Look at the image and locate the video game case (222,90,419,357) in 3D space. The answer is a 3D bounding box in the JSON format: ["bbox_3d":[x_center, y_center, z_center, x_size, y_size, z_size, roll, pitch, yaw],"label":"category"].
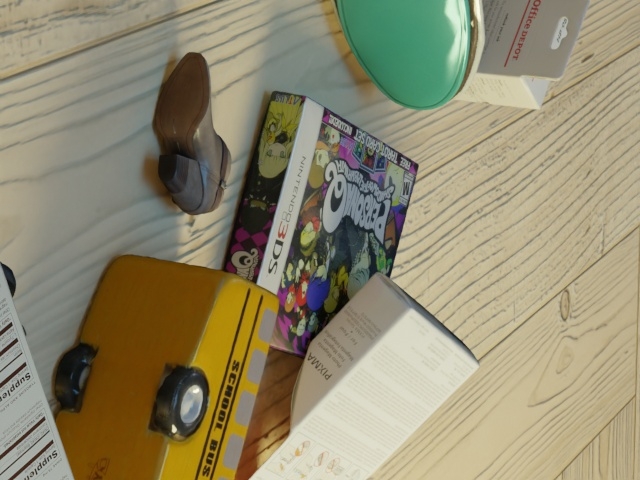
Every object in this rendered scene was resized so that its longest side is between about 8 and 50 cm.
[{"bbox_3d":[0.000,0.000,1.525,0.232,0.042,0.210,26,78,-59],"label":"video game case"}]

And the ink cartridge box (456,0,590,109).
[{"bbox_3d":[0.165,-0.184,1.616,0.060,0.180,0.104,51,55,-53],"label":"ink cartridge box"}]

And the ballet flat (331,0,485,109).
[{"bbox_3d":[0.056,-0.284,1.469,0.139,0.139,0.400,-62,144,-28],"label":"ballet flat"}]

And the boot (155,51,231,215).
[{"bbox_3d":[-0.094,-0.079,1.349,0.087,0.042,0.118,26,77,-66],"label":"boot"}]

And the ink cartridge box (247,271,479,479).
[{"bbox_3d":[0.023,0.153,1.565,0.232,0.066,0.189,-43,149,4],"label":"ink cartridge box"}]

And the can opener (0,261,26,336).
[{"bbox_3d":[-0.255,0.008,1.077,0.186,0.073,0.059,40,72,-47],"label":"can opener"}]

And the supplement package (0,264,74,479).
[{"bbox_3d":[-0.259,0.106,0.941,0.149,0.194,0.203,-40,133,-36],"label":"supplement package"}]

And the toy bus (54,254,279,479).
[{"bbox_3d":[-0.137,0.180,1.280,0.130,0.108,0.332,31,71,-60],"label":"toy bus"}]
